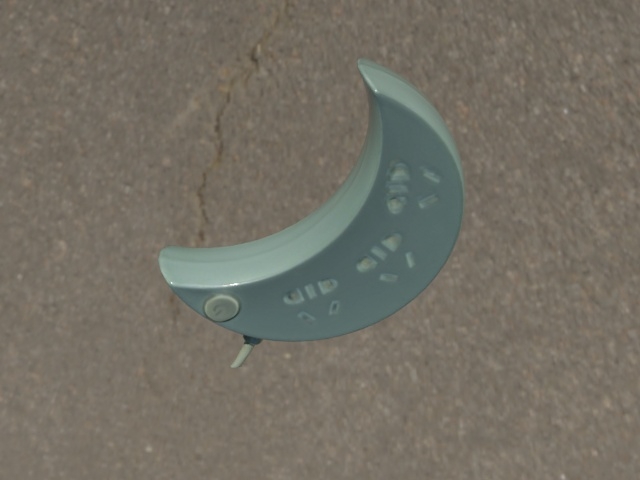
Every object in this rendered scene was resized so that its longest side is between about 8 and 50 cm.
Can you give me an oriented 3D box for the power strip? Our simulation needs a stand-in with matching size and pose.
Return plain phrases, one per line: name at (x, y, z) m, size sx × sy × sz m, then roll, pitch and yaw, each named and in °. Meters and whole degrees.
power strip at (0.000, 0.000, 0.676) m, size 0.137 × 0.044 × 0.216 m, roll 33°, pitch 115°, yaw -29°
